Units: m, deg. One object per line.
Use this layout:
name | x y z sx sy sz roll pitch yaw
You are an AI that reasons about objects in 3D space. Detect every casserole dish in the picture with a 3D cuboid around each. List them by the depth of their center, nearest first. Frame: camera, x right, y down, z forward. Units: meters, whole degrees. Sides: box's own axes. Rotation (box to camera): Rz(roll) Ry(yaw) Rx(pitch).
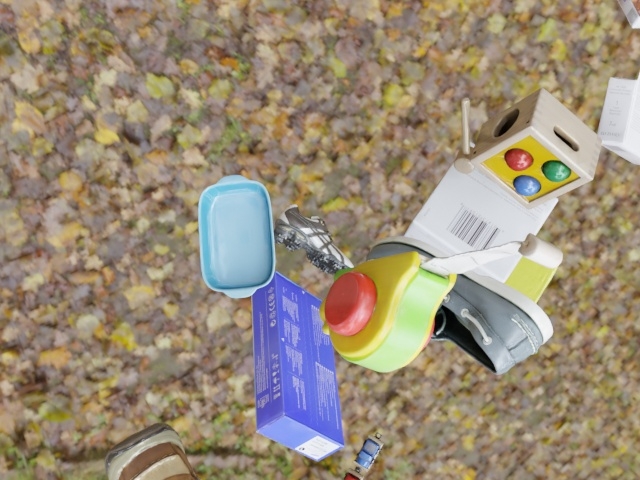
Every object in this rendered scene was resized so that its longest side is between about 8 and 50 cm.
casserole dish | -0.125 -0.005 1.322 0.114 0.188 0.037 -6 170 6

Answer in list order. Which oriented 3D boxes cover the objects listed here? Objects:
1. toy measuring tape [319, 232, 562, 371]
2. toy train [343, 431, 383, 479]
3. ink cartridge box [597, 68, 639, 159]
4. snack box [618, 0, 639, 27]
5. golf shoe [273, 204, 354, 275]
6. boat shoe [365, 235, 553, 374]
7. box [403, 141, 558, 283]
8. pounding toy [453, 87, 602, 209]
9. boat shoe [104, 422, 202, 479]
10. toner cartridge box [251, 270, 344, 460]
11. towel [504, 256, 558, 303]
toy measuring tape | 0.100 0.073 0.883 0.121 0.330 0.121 8 77 -35
toy train | 0.039 0.329 1.168 0.158 0.027 0.036 -61 163 0
ink cartridge box | 0.690 -0.307 1.856 0.296 0.066 0.261 9 95 -56
snack box | 0.448 -0.290 1.055 0.178 0.064 0.022 -5 149 -15
golf shoe | 0.000 0.000 1.740 0.198 0.077 0.093 34 62 -21
boat shoe | 0.158 0.085 1.177 0.099 0.319 0.116 -45 131 -18
box | 0.264 -0.033 1.457 0.182 0.181 0.119 -54 174 -17
pounding toy | 0.269 -0.129 1.282 0.181 0.206 0.094 36 55 -18
boat shoe | -0.189 0.365 1.128 0.123 0.120 0.324 -33 145 -16
toner cartridge box | -0.049 0.238 1.688 0.075 0.347 0.165 -34 129 25
towel | 0.349 0.024 1.727 0.021 0.237 0.102 -24 143 -54
